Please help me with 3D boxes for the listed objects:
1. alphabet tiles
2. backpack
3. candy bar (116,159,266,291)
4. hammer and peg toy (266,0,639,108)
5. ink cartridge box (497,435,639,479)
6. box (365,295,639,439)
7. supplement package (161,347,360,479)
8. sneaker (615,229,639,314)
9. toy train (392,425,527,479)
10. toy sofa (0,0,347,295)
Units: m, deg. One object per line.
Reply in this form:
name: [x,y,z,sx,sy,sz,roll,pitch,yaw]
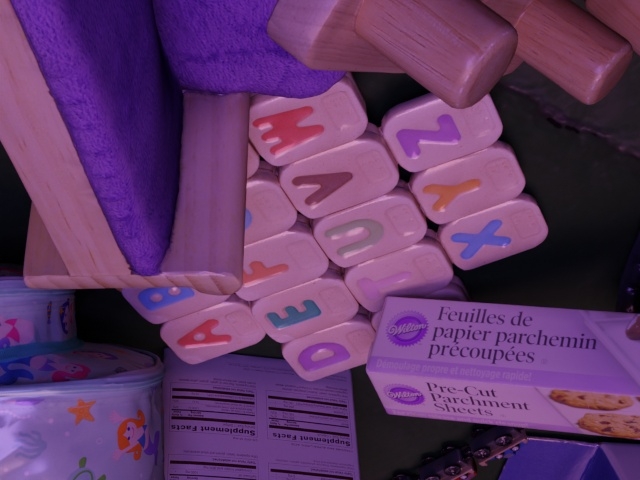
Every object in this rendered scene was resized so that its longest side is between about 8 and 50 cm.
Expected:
alphabet tiles: [0.000,0.000,0.897,0.278,0.021,0.284,-19,140,12]
backpack: [-0.221,0.108,0.862,0.254,0.191,0.225,4,179,-3]
candy bar: [-0.074,-0.004,0.911,0.040,0.018,0.161,33,126,-32]
hammer and peg toy: [0.127,-0.189,0.605,0.127,0.361,0.266,39,111,17]
ink cartridge box: [0.286,0.291,1.207,0.307,0.072,0.303,3,136,-10]
box: [0.194,0.087,0.883,0.324,0.063,0.067,4,145,20]
supplement package: [-0.060,0.223,1.012,0.149,0.203,0.194,7,135,-11]
sneaker: [0.330,0.013,0.883,0.180,0.124,0.321,29,127,-31]
toy train: [0.107,0.185,1.111,0.158,0.027,0.036,-36,131,29]
toy sofa: [-0.082,-0.117,0.602,0.177,0.150,0.362,-1,152,4]
